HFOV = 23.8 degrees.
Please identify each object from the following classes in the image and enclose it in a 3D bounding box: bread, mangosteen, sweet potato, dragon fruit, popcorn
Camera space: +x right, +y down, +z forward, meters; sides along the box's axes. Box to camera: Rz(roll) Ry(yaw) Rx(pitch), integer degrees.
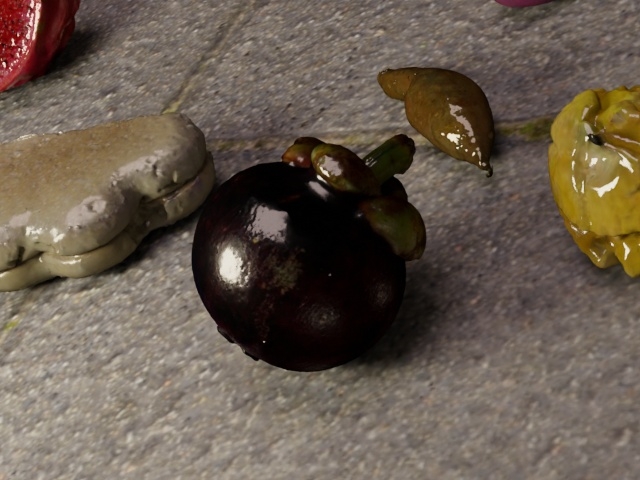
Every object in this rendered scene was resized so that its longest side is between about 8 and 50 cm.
[{"bbox_3d":[-0.276,-0.030,1.613,0.337,0.102,0.183,-11,41,20],"label":"bread"},{"bbox_3d":[0.000,0.000,1.288,0.230,0.194,0.194,-49,34,7],"label":"mangosteen"},{"bbox_3d":[0.116,-0.140,1.506,0.075,0.075,0.269,-31,30,-5],"label":"sweet potato"},{"bbox_3d":[-0.419,-0.270,1.999,0.261,0.163,0.189,-9,67,31],"label":"dragon fruit"},{"bbox_3d":[0.257,-0.053,1.239,0.148,0.152,0.167,-49,50,31],"label":"popcorn"}]

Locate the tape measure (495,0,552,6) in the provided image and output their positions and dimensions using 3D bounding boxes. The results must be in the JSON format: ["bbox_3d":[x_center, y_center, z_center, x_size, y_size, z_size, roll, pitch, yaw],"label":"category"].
[{"bbox_3d":[0.237,-0.302,1.637,0.125,0.074,0.118,-8,32,18],"label":"tape measure"}]
